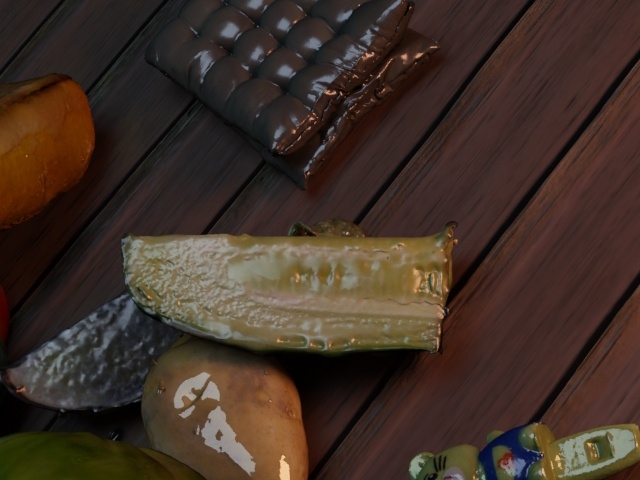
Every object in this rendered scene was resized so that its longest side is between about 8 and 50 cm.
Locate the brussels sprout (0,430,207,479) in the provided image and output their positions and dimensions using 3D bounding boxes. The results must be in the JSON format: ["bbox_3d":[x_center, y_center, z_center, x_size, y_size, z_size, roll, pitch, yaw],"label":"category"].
[{"bbox_3d":[-0.222,0.318,1.567,0.354,0.289,0.281,-4,70,56],"label":"brussels sprout"}]

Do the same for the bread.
[{"bbox_3d":[-0.459,-0.076,2.049,0.328,0.148,0.337,-8,16,29],"label":"bread"}]

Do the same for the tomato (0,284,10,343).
[{"bbox_3d":[-0.487,0.095,2.008,0.233,0.139,0.200,-15,50,24],"label":"tomato"}]

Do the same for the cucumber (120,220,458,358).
[{"bbox_3d":[-0.031,0.049,1.705,0.325,0.105,0.145,2,76,2],"label":"cucumber"}]

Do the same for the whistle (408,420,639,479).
[{"bbox_3d":[0.174,0.210,1.535,0.227,0.085,0.105,-21,58,18],"label":"whistle"}]

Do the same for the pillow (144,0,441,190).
[{"bbox_3d":[-0.041,-0.220,1.988,0.228,0.101,0.326,-46,44,-4],"label":"pillow"}]

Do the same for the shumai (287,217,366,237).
[{"bbox_3d":[0.000,0.000,1.807,0.083,0.080,0.082,17,66,42],"label":"shumai"}]

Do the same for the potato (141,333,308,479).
[{"bbox_3d":[-0.099,0.180,1.705,0.161,0.128,0.235,-26,52,18],"label":"potato"}]

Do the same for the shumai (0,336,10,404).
[{"bbox_3d":[-0.458,0.108,1.815,0.272,0.204,0.222,-2,64,-14],"label":"shumai"}]

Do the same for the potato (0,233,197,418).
[{"bbox_3d":[-0.209,0.119,1.869,0.261,0.100,0.120,-33,83,-12],"label":"potato"}]
